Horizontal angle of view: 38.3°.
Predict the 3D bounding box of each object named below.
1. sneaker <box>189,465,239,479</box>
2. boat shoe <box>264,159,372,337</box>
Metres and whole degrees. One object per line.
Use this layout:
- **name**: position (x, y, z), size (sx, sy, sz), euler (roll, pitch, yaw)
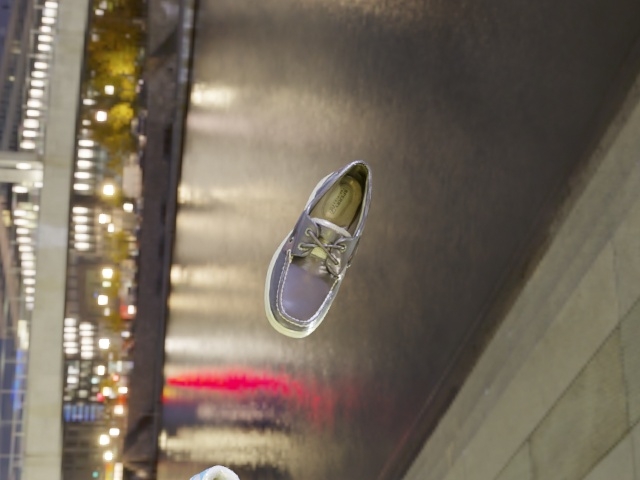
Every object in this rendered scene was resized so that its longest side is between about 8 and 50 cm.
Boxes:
- **sneaker**: position (-0.095, 0.314, 0.815), size (0.092, 0.087, 0.229), euler (-56, 38, 39)
- **boat shoe**: position (0.000, 0.000, 0.688), size (0.049, 0.056, 0.152), euler (122, 169, -57)
